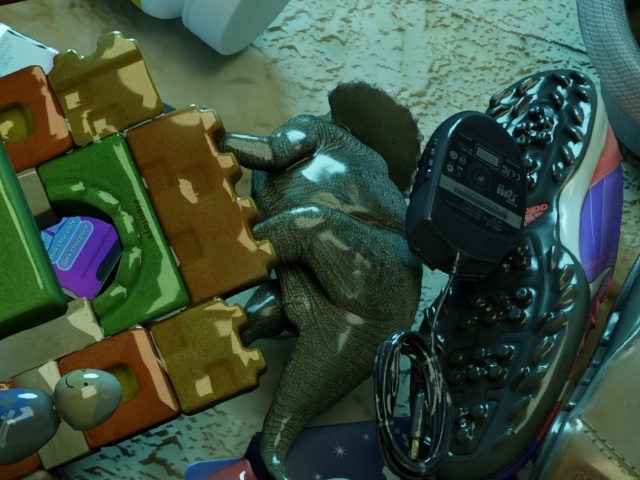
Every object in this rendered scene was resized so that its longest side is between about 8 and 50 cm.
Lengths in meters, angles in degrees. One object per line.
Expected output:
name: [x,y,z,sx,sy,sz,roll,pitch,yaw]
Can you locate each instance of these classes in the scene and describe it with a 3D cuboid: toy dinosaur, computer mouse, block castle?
toy dinosaur: [0.000,0.000,1.143,0.160,0.121,0.313,2,45,-11]
computer mouse: [0.068,0.029,1.105,0.071,0.041,0.242,30,58,-21]
block castle: [-0.134,-0.004,0.939,0.213,0.303,0.453,-23,84,-4]

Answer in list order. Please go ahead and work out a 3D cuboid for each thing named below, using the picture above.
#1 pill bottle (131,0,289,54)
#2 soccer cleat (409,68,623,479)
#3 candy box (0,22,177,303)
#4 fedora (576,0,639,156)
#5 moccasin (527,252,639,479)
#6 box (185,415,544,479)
pill bottle: [-0.114,-0.225,1.285,0.208,0.119,0.119,39,54,10]
soccer cleat: [0.137,0.035,1.185,0.108,0.116,0.318,-10,43,28]
candy box: [-0.215,-0.052,1.162,0.233,0.071,0.159,27,55,1]
fedora: [0.287,-0.148,1.357,0.243,0.124,0.275,17,62,-4]
moccasin: [0.235,0.081,1.132,0.147,0.139,0.380,23,27,11]
box: [0.044,0.171,1.117,0.225,0.036,0.136,-5,58,-20]
